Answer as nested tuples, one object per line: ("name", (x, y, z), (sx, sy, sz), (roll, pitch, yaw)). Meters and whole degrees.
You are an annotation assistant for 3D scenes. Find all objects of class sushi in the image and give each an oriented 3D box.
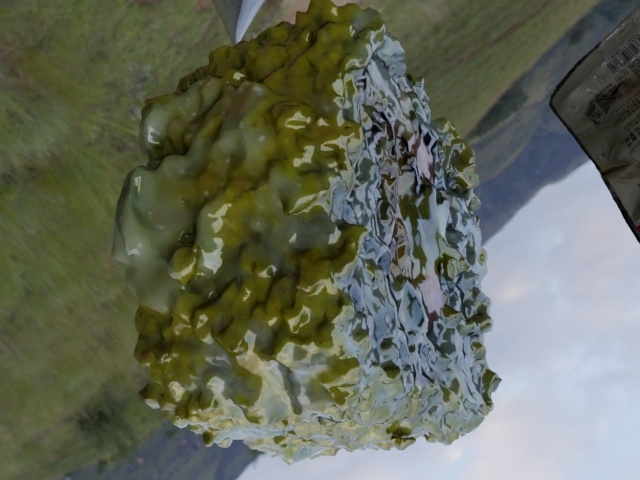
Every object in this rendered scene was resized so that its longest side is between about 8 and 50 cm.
("sushi", (0.000, 0.000, 0.687), (0.240, 0.396, 0.351), (-12, 157, 30))

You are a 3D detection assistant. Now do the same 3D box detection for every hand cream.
("hand cream", (-0.080, -0.265, 0.754), (0.054, 0.087, 0.186), (-28, -175, -23))

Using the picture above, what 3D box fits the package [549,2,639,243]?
("package", (0.328, -0.119, 0.732), (0.154, 0.030, 0.239), (-44, -137, 31))
